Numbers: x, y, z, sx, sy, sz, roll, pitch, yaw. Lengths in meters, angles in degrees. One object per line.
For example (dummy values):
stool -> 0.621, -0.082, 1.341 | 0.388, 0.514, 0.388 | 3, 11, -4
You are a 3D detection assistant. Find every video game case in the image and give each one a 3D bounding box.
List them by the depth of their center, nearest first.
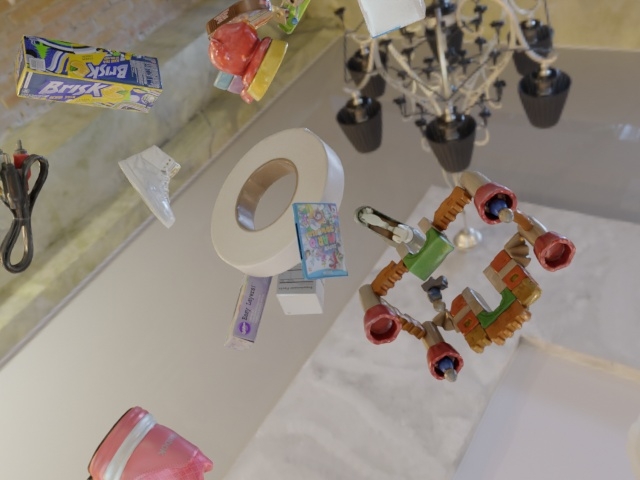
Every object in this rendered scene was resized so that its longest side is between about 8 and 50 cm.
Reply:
video game case -> 0.000, 0.000, 1.359 | 0.119, 0.167, 0.015 | -1, 168, -40

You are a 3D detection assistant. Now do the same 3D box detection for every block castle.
block castle -> 0.331, 0.098, 1.440 | 0.453, 0.303, 0.213 | -50, -154, 16

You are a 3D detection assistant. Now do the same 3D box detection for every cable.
cable -> -0.651, -0.078, 1.345 | 0.072, 0.288, 0.139 | 20, -152, 34

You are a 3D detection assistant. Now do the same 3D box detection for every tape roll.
tape roll -> -0.114, -0.100, 1.562 | 0.391, 0.072, 0.392 | -22, -128, 31

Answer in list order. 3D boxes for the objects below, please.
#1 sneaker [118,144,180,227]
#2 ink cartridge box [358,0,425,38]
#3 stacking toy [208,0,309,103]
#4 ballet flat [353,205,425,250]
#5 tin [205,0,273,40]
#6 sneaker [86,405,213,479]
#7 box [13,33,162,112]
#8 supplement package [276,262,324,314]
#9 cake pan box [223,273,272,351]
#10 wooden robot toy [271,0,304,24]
sneaker -> -0.524, -0.192, 2.070 | 0.169, 0.108, 0.293 | -34, -106, -15
ink cartridge box -> 0.116, -0.402, 1.031 | 0.092, 0.090, 0.143 | -18, -157, 17
stacking toy -> -0.130, -0.424, 1.246 | 0.280, 0.130, 0.309 | -64, -165, 0
ballet flat -> 0.185, -0.030, 1.692 | 0.213, 0.068, 0.072 | 26, -93, 3
tin -> -0.189, -0.513, 1.461 | 0.189, 0.040, 0.106 | -13, 177, 42
sneaker -> -0.199, 0.347, 0.733 | 0.136, 0.314, 0.116 | 19, -151, 12
box -> -0.294, -0.210, 0.799 | 0.168, 0.059, 0.054 | 0, -113, -37
supplement package -> -0.047, 0.088, 1.611 | 0.105, 0.105, 0.180 | -3, -125, 9
cake pan box -> -0.193, 0.169, 1.715 | 0.070, 0.267, 0.246 | 18, -107, -8
wooden robot toy -> -0.031, -0.442, 1.048 | 0.076, 0.173, 0.079 | 43, -123, 7
